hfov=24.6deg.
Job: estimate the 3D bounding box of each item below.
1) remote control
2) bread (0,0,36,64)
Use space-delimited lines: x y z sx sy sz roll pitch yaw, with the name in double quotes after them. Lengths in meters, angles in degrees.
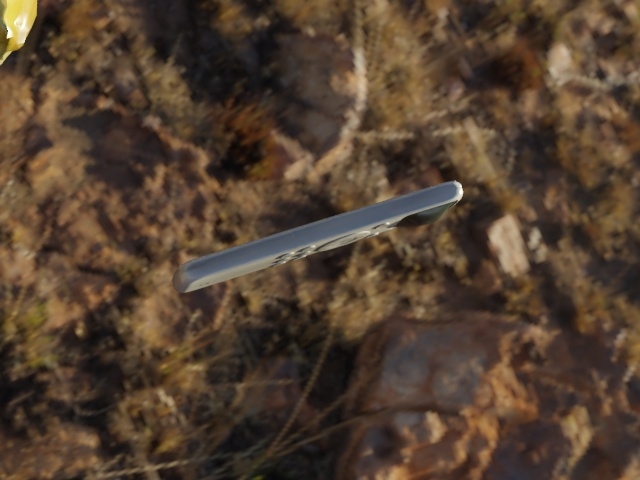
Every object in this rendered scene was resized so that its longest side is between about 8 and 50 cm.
0.000 0.000 1.260 0.261 0.067 0.029 -17 83 -15 "remote control"
-0.216 -0.206 0.644 0.165 0.236 0.375 47 30 -45 "bread"
